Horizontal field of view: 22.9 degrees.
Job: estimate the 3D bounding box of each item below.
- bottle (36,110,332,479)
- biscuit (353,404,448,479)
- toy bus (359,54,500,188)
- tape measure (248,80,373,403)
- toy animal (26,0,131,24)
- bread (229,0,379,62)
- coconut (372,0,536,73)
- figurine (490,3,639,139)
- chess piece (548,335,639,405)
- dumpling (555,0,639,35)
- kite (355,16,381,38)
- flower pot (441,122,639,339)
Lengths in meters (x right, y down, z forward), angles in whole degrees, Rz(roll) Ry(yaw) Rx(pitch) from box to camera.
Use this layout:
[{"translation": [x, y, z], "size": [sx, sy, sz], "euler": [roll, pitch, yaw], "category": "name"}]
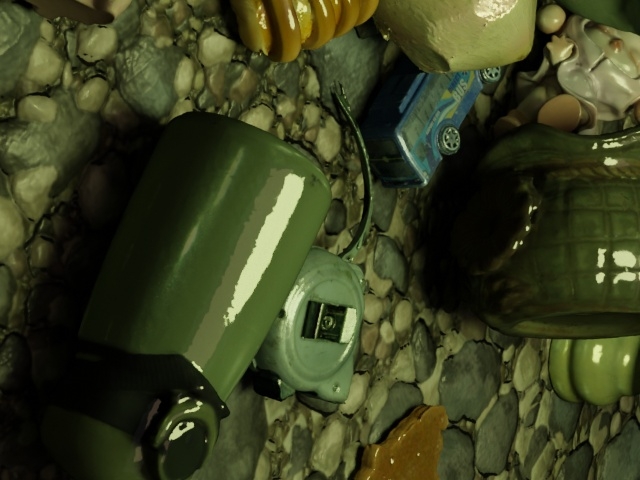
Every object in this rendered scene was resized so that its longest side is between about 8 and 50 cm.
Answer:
[{"translation": [-0.125, 0.068, 1.386], "size": [0.168, 0.168, 0.347], "euler": [40, 69, -48], "category": "bottle"}, {"translation": [0.080, 0.294, 1.792], "size": [0.162, 0.035, 0.250], "euler": [51, 57, -37], "category": "biscuit"}, {"translation": [0.123, -0.168, 1.730], "size": [0.094, 0.079, 0.236], "euler": [46, 60, -27], "category": "toy bus"}, {"translation": [0.001, 0.000, 1.596], "size": [0.164, 0.084, 0.330], "euler": [7, 93, -56], "category": "tape measure"}, {"translation": [-0.186, -0.285, 1.286], "size": [0.124, 0.124, 0.212], "euler": [35, 63, -49], "category": "toy animal"}, {"translation": [-0.011, -0.244, 1.537], "size": [0.177, 0.084, 0.119], "euler": [-38, 124, -36], "category": "bread"}, {"translation": [0.141, -0.248, 1.626], "size": [0.183, 0.171, 0.171], "euler": [49, 50, 2], "category": "coconut"}, {"translation": [0.320, -0.194, 1.923], "size": [0.276, 0.200, 0.133], "euler": [-40, 171, -38], "category": "figurine"}, {"translation": [0.441, 0.160, 2.044], "size": [0.144, 0.251, 0.144], "euler": [-12, 105, -50], "category": "chess piece"}, {"translation": [0.362, -0.388, 1.833], "size": [0.211, 0.320, 0.270], "euler": [6, 113, -45], "category": "dumpling"}, {"translation": [0.054, -0.364, 1.648], "size": [0.169, 0.015, 0.310], "euler": [-46, 131, -35], "category": "kite"}, {"translation": [0.280, -0.005, 1.799], "size": [0.302, 0.301, 0.213], "euler": [16, 69, -52], "category": "flower pot"}]
